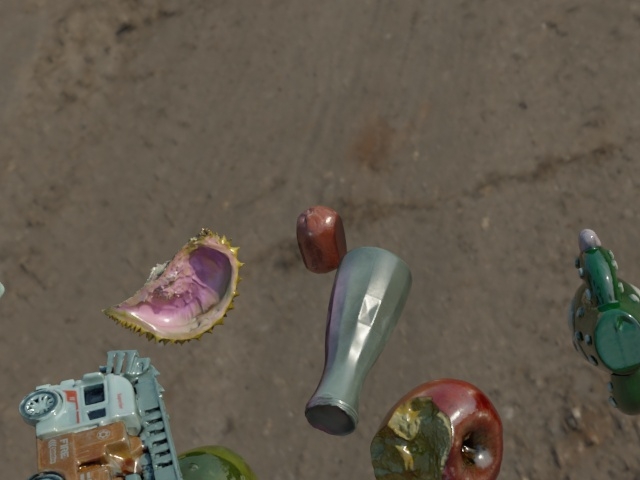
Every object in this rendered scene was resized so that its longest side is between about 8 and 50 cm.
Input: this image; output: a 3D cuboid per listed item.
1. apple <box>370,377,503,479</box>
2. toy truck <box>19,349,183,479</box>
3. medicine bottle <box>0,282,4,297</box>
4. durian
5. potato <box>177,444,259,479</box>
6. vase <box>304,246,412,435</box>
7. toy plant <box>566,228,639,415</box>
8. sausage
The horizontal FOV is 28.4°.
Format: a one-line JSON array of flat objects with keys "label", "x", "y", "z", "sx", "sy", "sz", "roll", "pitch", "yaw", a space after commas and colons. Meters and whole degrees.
[{"label": "apple", "x": 0.147, "y": 0.256, "z": 1.600, "sx": 0.158, "sy": 0.156, "sz": 0.147, "roll": -7, "pitch": 26, "yaw": 48}, {"label": "toy truck", "x": -0.253, "y": 0.277, "z": 1.516, "sx": 0.184, "sy": 0.133, "sz": 0.338, "roll": -15, "pitch": 37, "yaw": -3}, {"label": "medicine bottle", "x": -0.275, "y": 0.023, "z": 0.861, "sx": 0.055, "sy": 0.118, "sz": 0.074, "roll": 30, "pitch": 69, "yaw": 28}, {"label": "durian", "x": -0.210, "y": 0.073, "z": 1.887, "sx": 0.165, "sy": 0.132, "sz": 0.182, "roll": 17, "pitch": 70, "yaw": 33}, {"label": "potato", "x": -0.150, "y": 0.385, "z": 1.658, "sx": 0.148, "sy": 0.186, "sz": 0.253, "roll": -53, "pitch": 14, "yaw": 32}, {"label": "vase", "x": 0.037, "y": 0.110, "z": 1.372, "sx": 0.086, "sy": 0.086, "sz": 0.214, "roll": -8, "pitch": 43, "yaw": 29}, {"label": "toy plant", "x": 0.391, "y": 0.115, "z": 1.697, "sx": 0.112, "sy": 0.243, "sz": 0.232, "roll": -14, "pitch": 66, "yaw": 10}, {"label": "sausage", "x": -0.001, "y": 0.000, "z": 1.550, "sx": 0.054, "sy": 0.094, "sz": 0.059, "roll": 3, "pitch": 42, "yaw": 17}]
